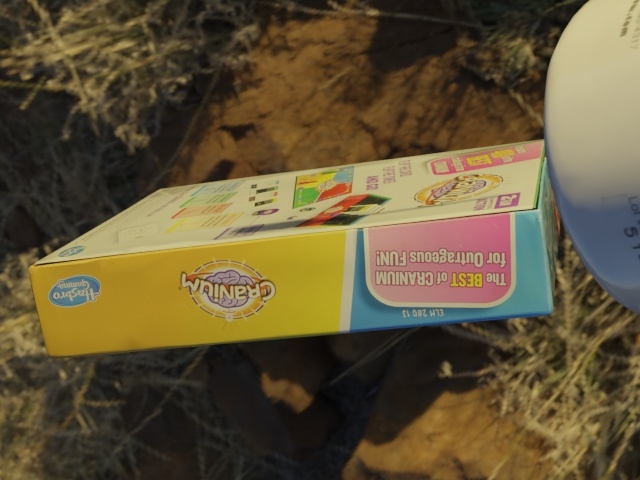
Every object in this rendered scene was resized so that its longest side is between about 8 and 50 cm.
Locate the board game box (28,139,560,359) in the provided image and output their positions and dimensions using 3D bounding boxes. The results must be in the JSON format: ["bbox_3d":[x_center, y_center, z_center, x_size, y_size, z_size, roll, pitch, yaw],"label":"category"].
[{"bbox_3d":[0.000,0.000,0.800,0.317,0.242,0.064,-6,103,15],"label":"board game box"}]

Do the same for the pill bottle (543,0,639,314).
[{"bbox_3d":[0.197,-0.045,0.364,0.229,0.131,0.131,-10,104,49],"label":"pill bottle"}]
